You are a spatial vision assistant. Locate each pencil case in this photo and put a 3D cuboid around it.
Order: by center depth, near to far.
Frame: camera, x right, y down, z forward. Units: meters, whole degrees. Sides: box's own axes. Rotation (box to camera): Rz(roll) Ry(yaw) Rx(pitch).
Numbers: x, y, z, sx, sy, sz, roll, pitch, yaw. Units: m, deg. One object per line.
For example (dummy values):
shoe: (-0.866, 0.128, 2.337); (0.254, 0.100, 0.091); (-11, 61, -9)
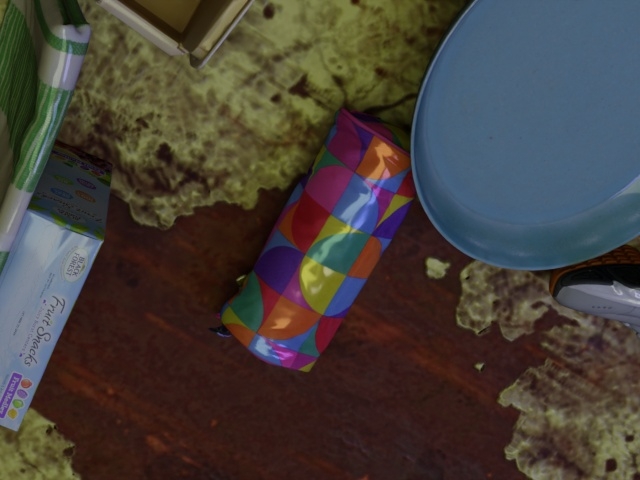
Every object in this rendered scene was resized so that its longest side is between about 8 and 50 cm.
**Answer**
pencil case: (0.000, 0.000, 1.312); (0.104, 0.104, 0.236); (30, 104, -14)

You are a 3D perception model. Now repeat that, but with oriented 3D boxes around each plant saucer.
plant saucer: (0.211, -0.119, 1.264); (0.317, 0.044, 0.318); (-12, 126, -17)

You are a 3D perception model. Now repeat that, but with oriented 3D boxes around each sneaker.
sneaker: (0.325, 0.085, 1.372); (0.262, 0.099, 0.121); (11, 113, -7)

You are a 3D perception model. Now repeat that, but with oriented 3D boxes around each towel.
towel: (-0.262, -0.048, 1.196); (0.038, 0.248, 0.325); (20, 105, -23)

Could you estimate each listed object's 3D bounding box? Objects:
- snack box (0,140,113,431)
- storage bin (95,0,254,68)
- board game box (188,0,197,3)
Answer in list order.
snack box: (-0.234, 0.029, 1.242); (0.070, 0.207, 0.175); (23, 106, -12)
storage bin: (-0.130, -0.302, 1.125); (0.262, 0.123, 0.260); (34, 106, -19)
board game box: (-0.117, -0.292, 1.220); (0.160, 0.039, 0.211); (39, 106, -20)
